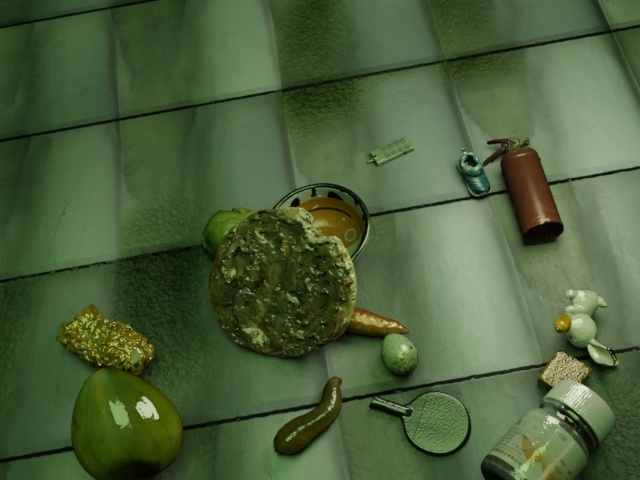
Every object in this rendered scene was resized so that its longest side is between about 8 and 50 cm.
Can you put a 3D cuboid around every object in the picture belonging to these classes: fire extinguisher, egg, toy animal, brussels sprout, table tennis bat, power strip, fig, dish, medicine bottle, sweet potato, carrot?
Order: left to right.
[{"bbox_3d":[-0.434,0.402,1.838,0.239,0.239,0.271,-17,99,-4],"label":"fig"},{"bbox_3d":[-0.220,-0.003,2.146,0.183,0.131,0.145,10,38,13],"label":"brussels sprout"},{"bbox_3d":[-0.015,0.407,1.903,0.081,0.062,0.233,36,65,26],"label":"sweet potato"},{"bbox_3d":[0.000,0.000,2.113,0.303,0.120,0.303,-6,59,10],"label":"dish"},{"bbox_3d":[0.118,0.199,2.011,0.205,0.072,0.072,10,60,12],"label":"carrot"},{"bbox_3d":[0.193,-0.246,2.309,0.136,0.019,0.051,-23,60,-8],"label":"power strip"},{"bbox_3d":[0.184,0.267,1.950,0.085,0.085,0.110,-28,54,-11],"label":"egg"},{"bbox_3d":[0.227,0.404,1.895,0.236,0.027,0.150,16,62,14],"label":"table tennis bat"},{"bbox_3d":[0.519,-0.147,2.169,0.147,0.106,0.337,-24,54,21],"label":"fire extinguisher"},{"bbox_3d":[0.484,0.439,1.760,0.165,0.165,0.273,39,70,26],"label":"medicine bottle"},{"bbox_3d":[0.618,0.206,1.922,0.127,0.131,0.181,-7,65,28],"label":"toy animal"}]

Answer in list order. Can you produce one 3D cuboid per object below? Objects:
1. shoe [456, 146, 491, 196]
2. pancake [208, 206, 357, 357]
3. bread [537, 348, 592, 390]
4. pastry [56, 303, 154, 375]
[{"bbox_3d":[0.413,-0.180,2.212,0.064,0.071,0.143,-19,62,-4],"label":"shoe"},{"bbox_3d":[-0.087,0.103,1.984,0.382,0.071,0.382,3,98,18],"label":"pancake"},{"bbox_3d":[0.562,0.311,1.908,0.090,0.035,0.094,33,67,24],"label":"bread"},{"bbox_3d":[-0.522,0.264,2.024,0.250,0.102,0.154,29,67,22],"label":"pastry"}]
